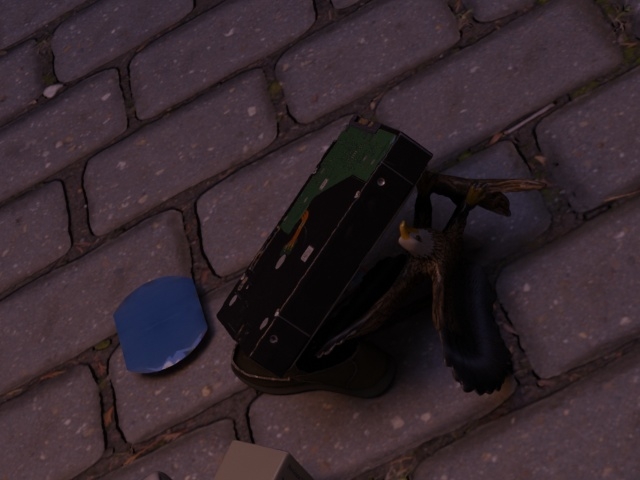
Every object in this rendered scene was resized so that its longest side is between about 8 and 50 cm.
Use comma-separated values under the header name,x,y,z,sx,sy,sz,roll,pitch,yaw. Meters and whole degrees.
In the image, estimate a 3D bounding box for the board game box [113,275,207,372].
name,x,y,z,sx,sy,sz,roll,pitch,yaw
board game box,-0.230,0.129,2.157,0.133,0.033,0.169,-26,48,4

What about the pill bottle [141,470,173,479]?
name,x,y,z,sx,sy,sz,roll,pitch,yaw
pill bottle,-0.260,0.399,1.874,0.208,0.119,0.119,-35,42,2

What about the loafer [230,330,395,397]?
name,x,y,z,sx,sy,sz,roll,pitch,yaw
loafer,-0.021,0.149,1.958,0.251,0.087,0.094,-1,53,32

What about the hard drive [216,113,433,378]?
name,x,y,z,sx,sy,sz,roll,pitch,yaw
hard drive,0.000,0.000,1.898,0.339,0.064,0.237,-57,18,0

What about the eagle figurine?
name,x,y,z,sx,sy,sz,roll,pitch,yaw
eagle figurine,0.133,0.049,1.867,0.226,0.225,0.298,-11,60,55

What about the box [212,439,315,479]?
name,x,y,z,sx,sy,sz,roll,pitch,yaw
box,-0.107,0.391,1.788,0.094,0.113,0.275,7,59,36

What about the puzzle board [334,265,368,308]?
name,x,y,z,sx,sy,sz,roll,pitch,yaw
puzzle board,0.002,0.049,2.088,0.096,0.011,0.128,-41,43,-5
